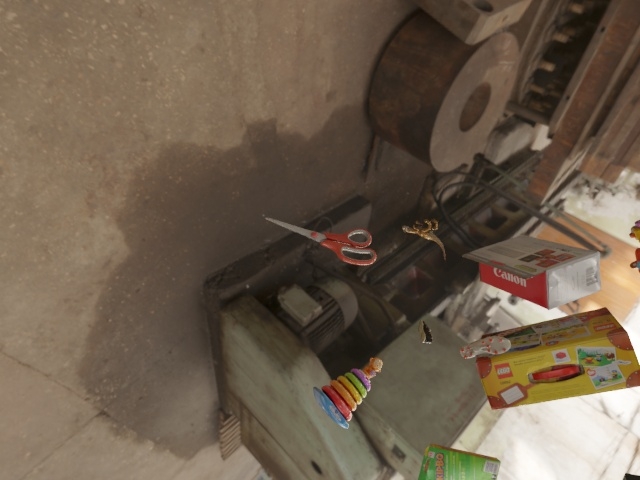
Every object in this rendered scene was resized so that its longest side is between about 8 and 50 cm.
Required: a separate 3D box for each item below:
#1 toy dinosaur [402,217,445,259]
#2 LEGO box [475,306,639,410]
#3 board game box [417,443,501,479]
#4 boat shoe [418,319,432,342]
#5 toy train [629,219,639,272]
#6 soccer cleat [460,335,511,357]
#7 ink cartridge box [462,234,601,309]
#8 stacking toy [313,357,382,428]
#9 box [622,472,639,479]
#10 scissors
[{"bbox_3d":[0.434,-0.027,1.762,0.064,0.211,0.113,-29,142,-51],"label":"toy dinosaur"},{"bbox_3d":[0.884,0.445,1.683,0.499,0.193,0.372,-20,177,24],"label":"LEGO box"},{"bbox_3d":[0.438,0.733,1.399,0.039,0.259,0.124,-175,-80,-80],"label":"board game box"},{"bbox_3d":[0.450,0.393,1.893,0.133,0.041,0.049,-88,-169,-63],"label":"boat shoe"},{"bbox_3d":[0.671,0.021,0.897,0.166,0.125,0.046,0,167,-32],"label":"toy train"},{"bbox_3d":[0.611,0.391,1.628,0.196,0.068,0.076,-26,169,38],"label":"soccer cleat"},{"bbox_3d":[0.659,0.099,1.410,0.271,0.309,0.130,-15,105,-15],"label":"ink cartridge box"},{"bbox_3d":[0.135,0.575,1.744,0.301,0.175,0.165,-37,-176,-17],"label":"stacking toy"},{"bbox_3d":[1.157,1.015,1.577,0.261,0.103,0.185,-65,153,-48],"label":"box"},{"bbox_3d":[0.000,0.000,1.129,0.021,0.296,0.109,112,-16,-58],"label":"scissors"}]
